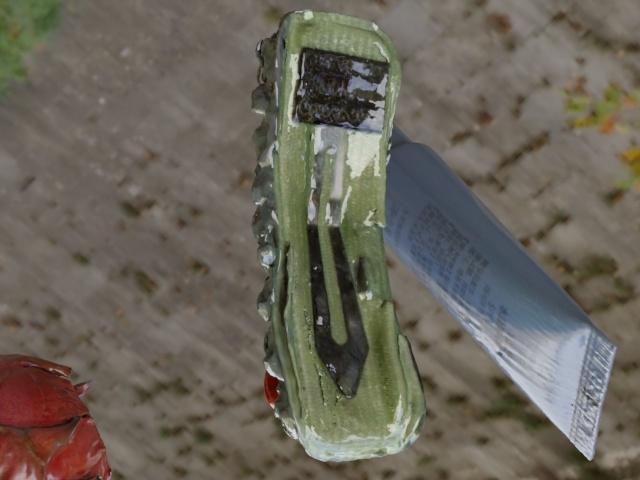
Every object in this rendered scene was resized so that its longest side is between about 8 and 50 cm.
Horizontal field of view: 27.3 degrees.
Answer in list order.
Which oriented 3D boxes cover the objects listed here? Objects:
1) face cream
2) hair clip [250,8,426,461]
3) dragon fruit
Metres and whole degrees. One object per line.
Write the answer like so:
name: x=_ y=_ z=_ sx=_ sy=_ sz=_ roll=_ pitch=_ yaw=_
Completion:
face cream: x=0.117 y=0.009 z=1.107 sx=0.086 sy=0.385 sz=0.136 roll=-22 pitch=138 yaw=-20
hair clip: x=-0.001 y=-0.001 z=0.970 sx=0.091 sy=0.138 sz=0.322 roll=-12 pitch=-103 yaw=54
dragon fruit: x=-0.326 y=0.227 z=1.268 sx=0.252 sy=0.241 sz=0.241 roll=-31 pitch=-166 yaw=10
